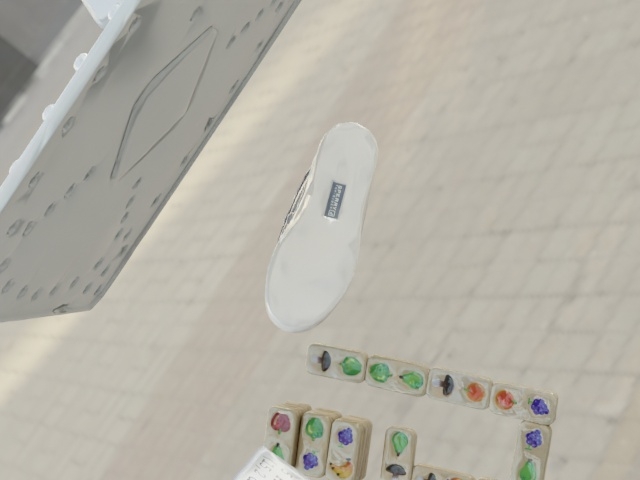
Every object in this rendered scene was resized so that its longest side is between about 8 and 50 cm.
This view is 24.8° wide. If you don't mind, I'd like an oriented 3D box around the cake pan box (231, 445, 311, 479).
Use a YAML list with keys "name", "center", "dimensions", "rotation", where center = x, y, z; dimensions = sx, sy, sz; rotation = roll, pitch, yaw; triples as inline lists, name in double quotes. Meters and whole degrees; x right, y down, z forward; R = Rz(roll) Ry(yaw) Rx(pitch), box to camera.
- name: "cake pan box"
  center: [-0.009, 0.284, 0.897]
  dimensions: [0.267, 0.246, 0.070]
  rotation: [-45, -12, -44]

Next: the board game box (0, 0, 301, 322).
- name: "board game box"
  center: [-0.134, -0.114, 1.091]
  dimensions: [0.390, 0.050, 0.390]
  rotation: [-56, -6, 3]

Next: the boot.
- name: "boot"
  center: [0.000, 0.000, 1.206]
  dimensions: [0.086, 0.069, 0.190]
  rotation: [115, 177, -66]

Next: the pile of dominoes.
- name: "pile of dominoes"
  center: [0.071, 0.206, 1.290]
  dimensions: [0.040, 0.251, 0.196]
  rotation: [-10, -71, -68]

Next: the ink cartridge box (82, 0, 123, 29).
- name: "ink cartridge box"
  center: [-0.085, -0.362, 1.396]
  dimensions: [0.272, 0.130, 0.309]
  rotation: [-30, 10, 30]
